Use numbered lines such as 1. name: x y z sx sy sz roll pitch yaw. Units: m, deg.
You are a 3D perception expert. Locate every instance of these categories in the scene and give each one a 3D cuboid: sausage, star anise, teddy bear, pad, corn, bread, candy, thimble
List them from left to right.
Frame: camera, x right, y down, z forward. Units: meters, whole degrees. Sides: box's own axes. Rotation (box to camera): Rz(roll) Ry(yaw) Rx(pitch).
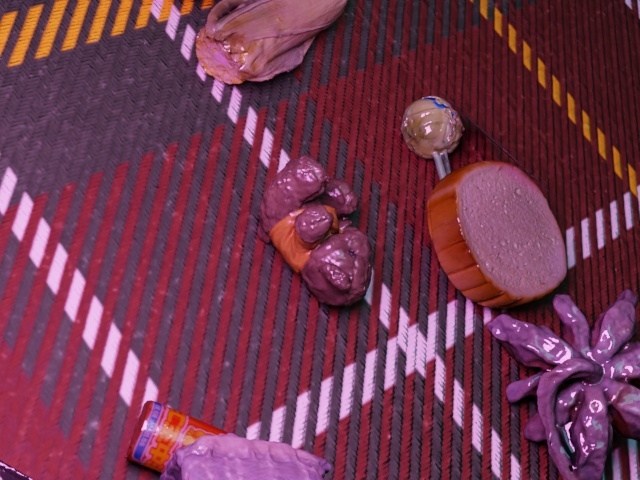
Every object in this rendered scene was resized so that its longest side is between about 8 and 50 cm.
1. thimble: -0.088 0.318 1.054 0.172 0.236 0.205 9 16 -19
2. sausage: -0.089 0.271 1.187 0.274 0.074 0.074 26 52 -9
3. corn: -0.069 -0.338 1.554 0.122 0.123 0.305 24 48 23
4. teddy bear: 0.000 0.000 1.371 0.140 0.177 0.190 -35 73 9
5. candy: 0.194 -0.065 1.545 0.093 0.092 0.336 25 49 -57
6. pad: 0.264 -0.153 1.567 0.143 0.003 0.211 34 14 -39
7. bread: 0.257 -0.008 1.489 0.236 0.070 0.236 17 62 -34
8. star anise: 0.385 0.203 1.393 0.359 0.139 0.316 30 75 12

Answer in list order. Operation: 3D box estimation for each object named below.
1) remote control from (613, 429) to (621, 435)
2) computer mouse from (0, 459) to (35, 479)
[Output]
1. remote control: 0.506 0.220 1.531 0.261 0.029 0.067 -17 68 -35
2. computer mouse: -0.348 0.253 1.061 0.172 0.099 0.057 35 66 -6
